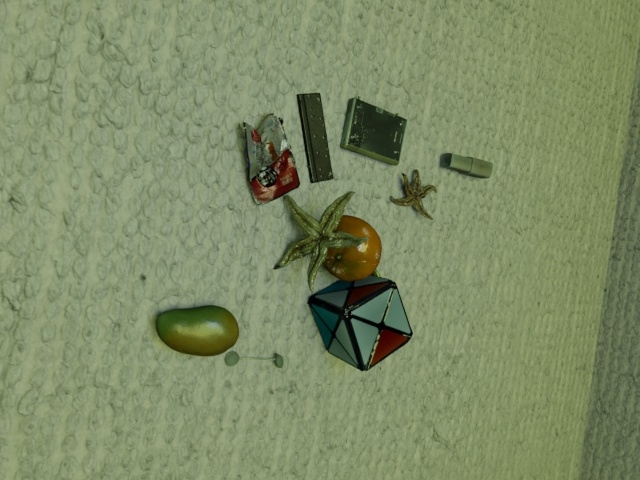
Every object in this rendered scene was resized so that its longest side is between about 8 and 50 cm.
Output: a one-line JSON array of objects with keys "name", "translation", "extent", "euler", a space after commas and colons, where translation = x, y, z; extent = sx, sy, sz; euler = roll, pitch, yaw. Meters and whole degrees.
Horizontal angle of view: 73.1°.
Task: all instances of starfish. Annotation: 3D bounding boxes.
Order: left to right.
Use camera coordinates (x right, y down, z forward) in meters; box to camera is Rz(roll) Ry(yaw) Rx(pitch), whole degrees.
[{"name": "starfish", "translation": [0.003, 0.001, 1.414], "extent": [0.078, 0.358, 0.347], "euler": [12, 92, -58]}, {"name": "starfish", "translation": [0.388, -0.178, 1.769], "extent": [0.213, 0.057, 0.238], "euler": [-31, 105, -17]}]

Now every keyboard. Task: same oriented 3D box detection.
[{"name": "keyboard", "translation": [-0.020, -0.362, 1.528], "extent": [0.101, 0.018, 0.309], "euler": [-16, 102, -31]}]

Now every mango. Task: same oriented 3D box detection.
[{"name": "mango", "translation": [-0.372, 0.276, 1.316], "extent": [0.251, 0.114, 0.156], "euler": [7, 98, -32]}]

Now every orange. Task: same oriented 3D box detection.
[{"name": "orange", "translation": [0.094, 0.029, 1.506], "extent": [0.171, 0.240, 0.240], "euler": [-28, 110, -52]}]

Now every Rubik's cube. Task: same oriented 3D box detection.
[{"name": "Rubik's cube", "translation": [0.142, 0.280, 1.548], "extent": [0.250, 0.246, 0.248], "euler": [-26, 106, -27]}]

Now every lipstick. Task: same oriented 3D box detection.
[{"name": "lipstick", "translation": [0.639, -0.328, 1.892], "extent": [0.253, 0.079, 0.077], "euler": [5, 93, -30]}]

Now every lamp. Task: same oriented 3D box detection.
[{"name": "lamp", "translation": [-0.222, 0.404, 1.457], "extent": [0.198, 0.056, 0.050], "euler": [8, 93, -28]}]

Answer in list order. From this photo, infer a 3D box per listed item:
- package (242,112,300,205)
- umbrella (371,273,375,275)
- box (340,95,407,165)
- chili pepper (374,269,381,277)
[{"name": "package", "translation": [-0.170, -0.271, 1.424], "extent": [0.194, 0.071, 0.269], "euler": [-26, 120, -24]}, {"name": "umbrella", "translation": [0.211, 0.203, 1.696], "extent": [0.052, 0.053, 0.250], "euler": [-28, 107, -26]}, {"name": "box", "translation": [0.210, -0.415, 1.646], "extent": [0.270, 0.045, 0.211], "euler": [13, 89, -31]}, {"name": "chili pepper", "translation": [0.251, 0.185, 1.726], "extent": [0.049, 0.043, 0.208], "euler": [-36, 114, 3]}]
